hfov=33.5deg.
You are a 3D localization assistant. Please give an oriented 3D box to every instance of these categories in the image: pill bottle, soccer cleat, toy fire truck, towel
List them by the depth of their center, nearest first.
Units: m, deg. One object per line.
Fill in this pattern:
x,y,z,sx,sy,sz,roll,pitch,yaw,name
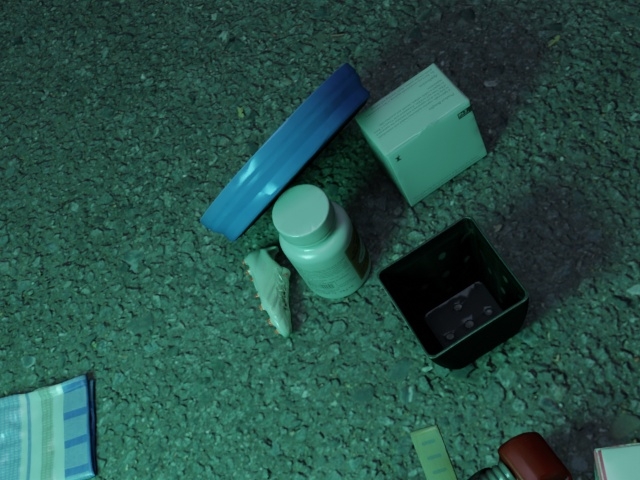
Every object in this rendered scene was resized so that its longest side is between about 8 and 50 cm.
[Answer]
0.245,0.352,1.582,0.217,0.246,0.158,-35,57,-1,toy fire truck
0.000,0.000,1.875,0.131,0.229,0.131,-8,60,15,pill bottle
-0.083,0.088,1.957,0.076,0.068,0.196,-26,54,1,soccer cleat
-0.553,0.376,1.988,0.285,0.034,0.209,-16,59,11,towel

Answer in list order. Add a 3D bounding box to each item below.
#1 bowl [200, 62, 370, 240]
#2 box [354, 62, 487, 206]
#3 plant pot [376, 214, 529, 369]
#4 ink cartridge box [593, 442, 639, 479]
-0.058,-0.152,1.915,0.077,0.391,0.391,43,81,-2,bowl
0.186,-0.191,1.941,0.181,0.182,0.119,-34,55,-1,box
0.232,0.109,1.769,0.188,0.167,0.187,-32,56,0,plant pot
0.445,0.396,1.503,0.092,0.218,0.159,-9,60,8,ink cartridge box
